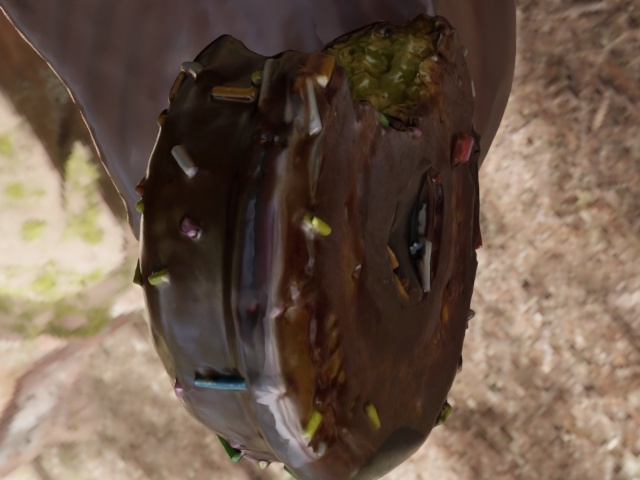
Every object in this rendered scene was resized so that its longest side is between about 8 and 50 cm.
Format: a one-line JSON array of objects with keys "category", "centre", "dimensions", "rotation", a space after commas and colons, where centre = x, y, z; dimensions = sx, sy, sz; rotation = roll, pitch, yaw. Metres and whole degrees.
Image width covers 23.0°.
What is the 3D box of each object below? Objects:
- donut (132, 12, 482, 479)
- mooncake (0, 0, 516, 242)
[{"category": "donut", "centre": [0.000, 0.001, 0.713], "dimensions": [0.096, 0.230, 0.216], "rotation": [5, 116, 24]}, {"category": "mooncake", "centre": [-0.053, -0.143, 0.917], "dimensions": [0.334, 0.174, 0.326], "rotation": [6, 110, 13]}]
